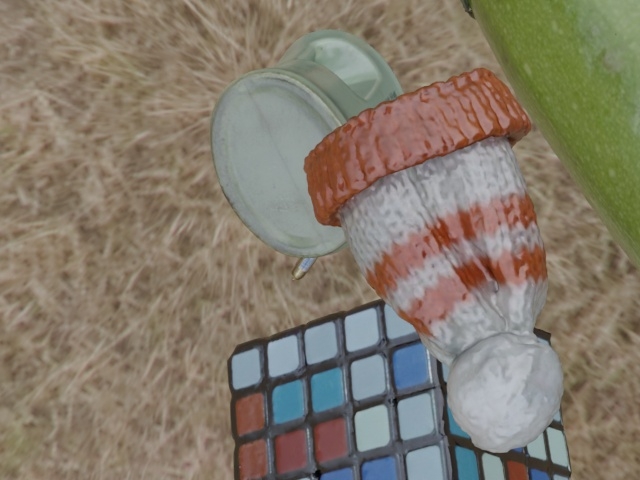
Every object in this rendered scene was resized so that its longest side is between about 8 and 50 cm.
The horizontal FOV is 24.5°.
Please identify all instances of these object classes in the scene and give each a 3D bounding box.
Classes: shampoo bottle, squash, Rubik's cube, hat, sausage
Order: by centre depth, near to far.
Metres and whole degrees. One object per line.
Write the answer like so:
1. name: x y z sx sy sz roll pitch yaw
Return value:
1. hat: 0.060 0.014 0.654 0.112 0.093 0.162 -31 77 33
2. shampoo bottle: 0.004 -0.074 0.956 0.087 0.234 0.118 -24 100 18
3. Rubik's cube: 0.059 0.156 1.047 0.187 0.184 0.182 -20 64 33
4. squash: 0.310 -0.151 1.286 0.263 0.263 0.384 -30 64 1
5. sausage: 0.000 0.000 1.342 0.015 0.015 0.100 33 115 -5
